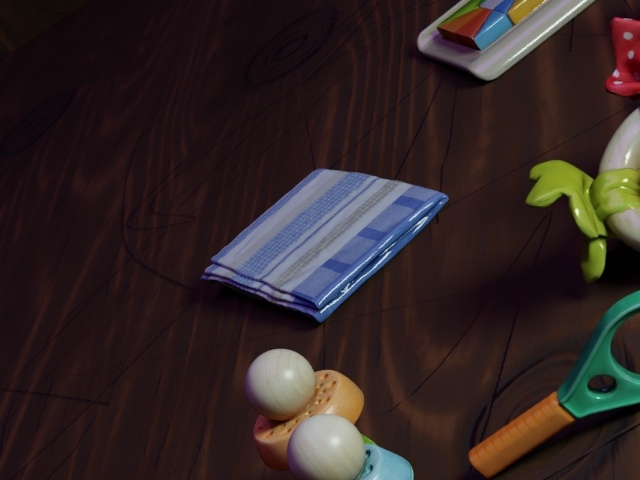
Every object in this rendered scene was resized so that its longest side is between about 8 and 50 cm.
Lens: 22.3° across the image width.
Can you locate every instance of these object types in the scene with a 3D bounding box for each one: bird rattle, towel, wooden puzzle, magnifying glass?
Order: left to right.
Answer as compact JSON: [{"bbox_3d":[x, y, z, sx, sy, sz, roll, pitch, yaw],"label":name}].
[{"bbox_3d":[0.000,0.000,1.831,0.209,0.034,0.285,-42,25,-17],"label":"towel"},{"bbox_3d":[0.239,-0.297,2.036,0.221,0.044,0.238,-38,23,-3],"label":"wooden puzzle"},{"bbox_3d":[0.209,0.115,1.252,0.231,0.092,0.026,-38,24,26],"label":"magnifying glass"},{"bbox_3d":[0.308,-0.070,1.402,0.207,0.143,0.253,30,76,41],"label":"bird rattle"}]

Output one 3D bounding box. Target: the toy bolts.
[{"bbox_3d":[-0.017,0.203,1.297,0.218,0.158,0.228,-44,23,-17],"label":"toy bolts"}]
